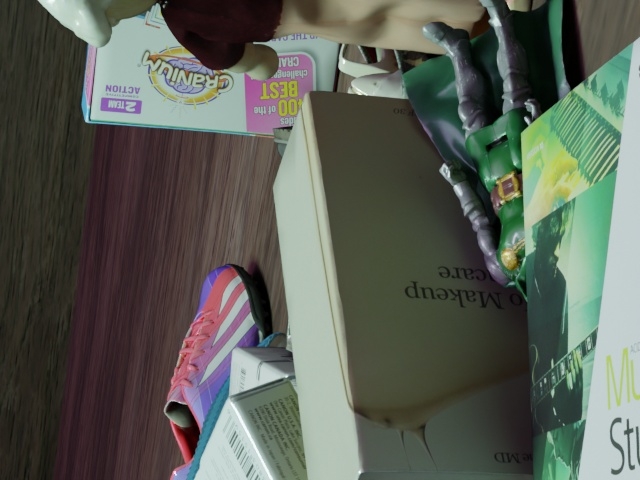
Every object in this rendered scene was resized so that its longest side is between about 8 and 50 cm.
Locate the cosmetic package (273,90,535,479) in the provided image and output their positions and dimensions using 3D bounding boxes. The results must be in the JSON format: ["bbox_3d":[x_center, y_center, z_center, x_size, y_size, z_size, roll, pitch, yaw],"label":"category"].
[{"bbox_3d":[0.067,0.054,1.212,0.113,0.160,0.309,110,157,-47],"label":"cosmetic package"}]

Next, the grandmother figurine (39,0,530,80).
[{"bbox_3d":[-0.035,-0.177,1.296,0.208,0.342,0.104,113,156,-52],"label":"grandmother figurine"}]

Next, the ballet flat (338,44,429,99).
[{"bbox_3d":[0.055,-0.130,1.467,0.221,0.079,0.077,-103,23,-48],"label":"ballet flat"}]

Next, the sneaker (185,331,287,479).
[{"bbox_3d":[-0.066,0.199,1.849,0.087,0.092,0.228,-39,27,58],"label":"sneaker"}]

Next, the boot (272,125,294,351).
[{"bbox_3d":[-0.002,0.000,1.706,0.189,0.076,0.208,-143,51,-76],"label":"boot"}]

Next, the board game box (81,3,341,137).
[{"bbox_3d":[-0.093,-0.260,1.754,0.064,0.242,0.316,-120,37,-68],"label":"board game box"}]

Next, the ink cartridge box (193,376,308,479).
[{"bbox_3d":[-0.018,0.285,1.493,0.275,0.060,0.239,61,153,22],"label":"ink cartridge box"}]

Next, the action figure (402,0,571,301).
[{"bbox_3d":[0.123,-0.052,1.177,0.137,0.063,0.232,-33,54,31],"label":"action figure"}]

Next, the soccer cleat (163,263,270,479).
[{"bbox_3d":[-0.115,0.146,1.988,0.108,0.116,0.318,108,160,-45],"label":"soccer cleat"}]

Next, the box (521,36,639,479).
[{"bbox_3d":[0.175,0.061,0.987,0.232,0.059,0.322,137,136,-69],"label":"box"}]

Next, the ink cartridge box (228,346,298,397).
[{"bbox_3d":[-0.022,0.186,1.663,0.218,0.092,0.158,-164,78,-77],"label":"ink cartridge box"}]
